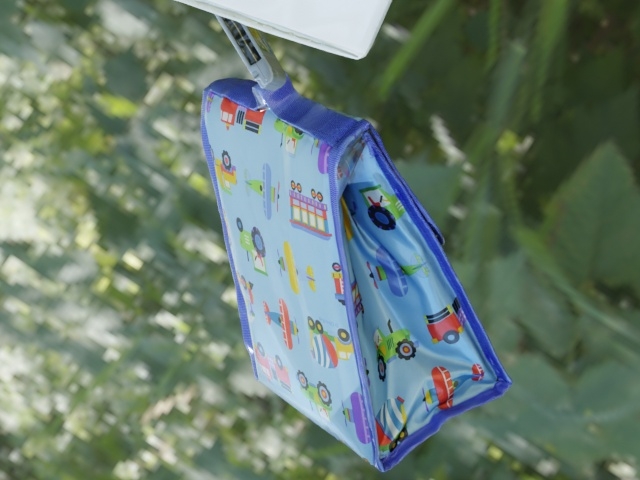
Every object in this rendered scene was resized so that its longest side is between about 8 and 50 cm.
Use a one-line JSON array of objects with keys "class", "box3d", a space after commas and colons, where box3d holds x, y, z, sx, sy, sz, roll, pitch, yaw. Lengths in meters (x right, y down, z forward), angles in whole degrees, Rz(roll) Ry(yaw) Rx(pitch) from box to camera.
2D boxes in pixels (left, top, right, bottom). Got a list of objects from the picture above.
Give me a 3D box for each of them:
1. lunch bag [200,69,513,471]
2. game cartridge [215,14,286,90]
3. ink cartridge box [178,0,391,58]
[{"class": "lunch bag", "box3d": [0.000, 0.000, 1.411, 0.221, 0.138, 0.293, 29, 145, 57]}, {"class": "game cartridge", "box3d": [-0.050, -0.137, 1.172, 0.083, 0.017, 0.056, 59, -174, 3]}, {"class": "ink cartridge box", "box3d": [0.017, -0.239, 0.732, 0.114, 0.273, 0.198, 19, 135, -5]}]
